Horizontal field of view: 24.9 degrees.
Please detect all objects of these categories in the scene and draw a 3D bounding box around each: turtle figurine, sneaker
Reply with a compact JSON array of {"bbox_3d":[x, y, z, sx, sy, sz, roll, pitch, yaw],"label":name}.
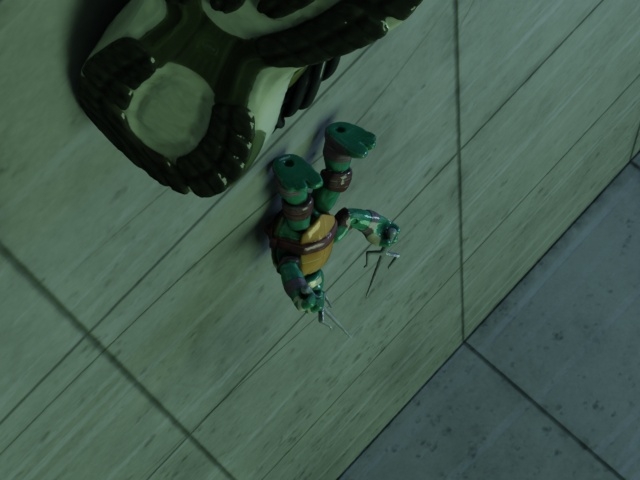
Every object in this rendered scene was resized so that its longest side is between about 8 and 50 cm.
[{"bbox_3d":[0.000,0.000,1.465,0.175,0.118,0.234,-54,155,-40],"label":"turtle figurine"},{"bbox_3d":[-0.023,-0.193,0.909,0.410,0.158,0.182,-37,-159,53],"label":"sneaker"}]

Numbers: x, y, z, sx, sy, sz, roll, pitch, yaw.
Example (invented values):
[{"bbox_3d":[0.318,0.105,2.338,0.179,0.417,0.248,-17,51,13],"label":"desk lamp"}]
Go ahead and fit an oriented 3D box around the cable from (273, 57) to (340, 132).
[{"bbox_3d":[-0.012,-0.158,1.062,0.184,0.047,0.151,-33,-144,61],"label":"cable"}]
